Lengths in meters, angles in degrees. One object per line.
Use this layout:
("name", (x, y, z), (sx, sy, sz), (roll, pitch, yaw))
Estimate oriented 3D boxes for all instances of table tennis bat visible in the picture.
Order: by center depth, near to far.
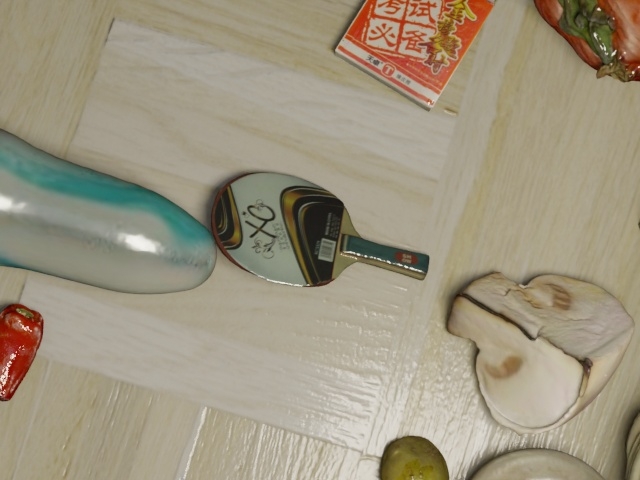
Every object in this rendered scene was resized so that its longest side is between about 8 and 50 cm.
("table tennis bat", (0.000, 0.000, 1.721), (0.301, 0.022, 0.173), (16, 55, -7))

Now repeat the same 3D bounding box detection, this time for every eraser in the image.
("eraser", (0.144, -0.315, 1.791), (0.157, 0.038, 0.230), (31, 83, 3))

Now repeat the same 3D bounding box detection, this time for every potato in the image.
("potato", (0.127, 0.324, 1.680), (0.092, 0.070, 0.138), (-13, 82, -4))

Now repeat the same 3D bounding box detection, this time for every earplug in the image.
("earplug", (-0.294, -0.009, 1.678), (0.324, 0.185, 0.185), (18, 82, -5))

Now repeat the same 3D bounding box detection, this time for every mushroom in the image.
("mushroom", (0.277, 0.383, 1.598), (0.243, 0.243, 0.243), (0, 82, -1))
("mushroom", (0.298, 0.148, 1.695), (0.236, 0.173, 0.162), (32, 125, 39))

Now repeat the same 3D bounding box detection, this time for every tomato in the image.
("tomato", (0.441, -0.359, 1.667), (0.321, 0.321, 0.321), (0, 82, -1))

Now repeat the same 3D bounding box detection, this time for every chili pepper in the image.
("chili pepper", (-0.410, 0.145, 1.695), (0.070, 0.073, 0.123), (32, 82, -39))

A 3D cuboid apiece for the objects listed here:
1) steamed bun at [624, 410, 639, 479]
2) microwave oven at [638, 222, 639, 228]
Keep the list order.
("steamed bun", (0.478, 0.301, 1.622), (0.280, 0.207, 0.268), (-51, 119, -29))
("microwave oven", (0.573, -0.002, 1.705), (0.240, 0.145, 0.194), (-17, 85, -4))
